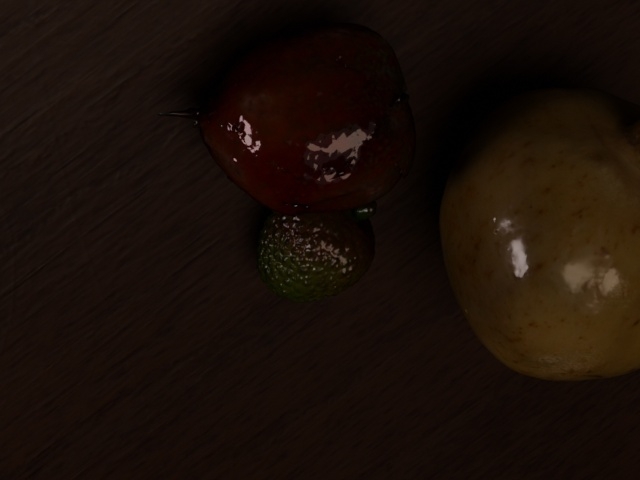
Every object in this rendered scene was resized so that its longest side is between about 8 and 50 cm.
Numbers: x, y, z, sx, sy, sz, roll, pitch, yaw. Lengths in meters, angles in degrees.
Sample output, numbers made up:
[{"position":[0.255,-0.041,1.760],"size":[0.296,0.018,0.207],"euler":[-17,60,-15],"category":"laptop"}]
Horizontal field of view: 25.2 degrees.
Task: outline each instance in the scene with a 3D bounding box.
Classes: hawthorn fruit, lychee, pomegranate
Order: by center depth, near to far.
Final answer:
[{"position":[-0.030,-0.110,1.313],"size":[0.235,0.181,0.181],"euler":[-1,119,-1],"category":"hawthorn fruit"},{"position":[0.245,-0.004,1.398],"size":[0.307,0.307,0.307],"euler":[-9,120,-17],"category":"pomegranate"},{"position":[0.000,0.000,1.403],"size":[0.114,0.114,0.146],"euler":[31,117,-31],"category":"lychee"}]
